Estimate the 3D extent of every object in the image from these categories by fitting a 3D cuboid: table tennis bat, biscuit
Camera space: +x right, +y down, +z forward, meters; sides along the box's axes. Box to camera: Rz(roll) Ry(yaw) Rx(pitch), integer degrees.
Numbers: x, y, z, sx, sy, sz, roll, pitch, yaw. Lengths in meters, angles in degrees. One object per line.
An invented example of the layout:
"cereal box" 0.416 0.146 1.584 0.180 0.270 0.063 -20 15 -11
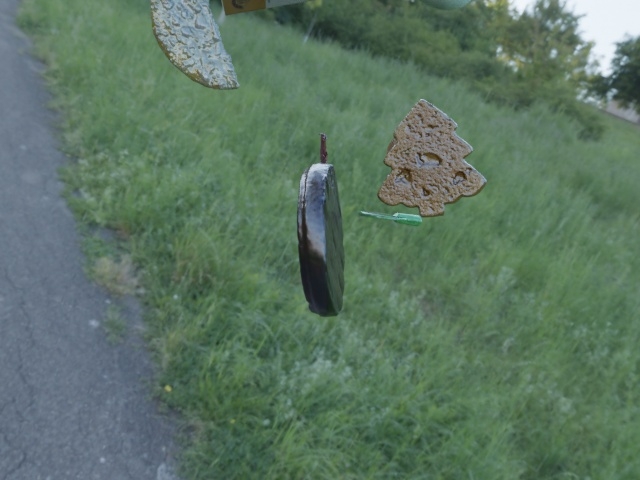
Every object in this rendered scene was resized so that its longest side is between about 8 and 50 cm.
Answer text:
"table tennis bat" 0.244 -0.078 1.804 0.257 0.039 0.160 6 7 -35
"biscuit" 0.000 0.000 1.391 0.091 0.408 0.407 -2 6 9
"biscuit" -0.286 -0.451 1.142 0.141 0.290 0.038 -23 18 -15
"biscuit" 0.281 -0.210 1.366 0.278 0.302 0.043 -1 6 15

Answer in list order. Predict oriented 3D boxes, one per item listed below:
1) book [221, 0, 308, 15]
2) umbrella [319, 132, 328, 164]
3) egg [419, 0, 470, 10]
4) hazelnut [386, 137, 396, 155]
"book" -0.095 -0.632 1.220 0.208 0.295 0.020 85 -8 -62
"umbrella" 0.009 -0.260 1.560 0.025 0.027 0.165 -3 -28 -1
"egg" 0.225 -0.673 1.132 0.371 0.230 0.230 59 0 -17
"hazelnut" 0.314 -0.316 1.893 0.182 0.182 0.182 27 9 -5
